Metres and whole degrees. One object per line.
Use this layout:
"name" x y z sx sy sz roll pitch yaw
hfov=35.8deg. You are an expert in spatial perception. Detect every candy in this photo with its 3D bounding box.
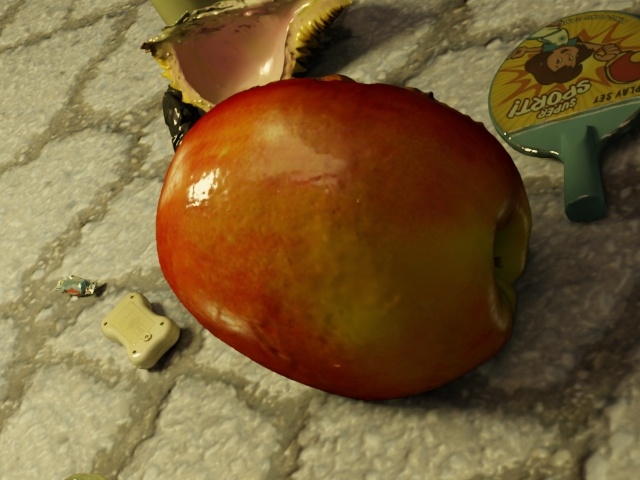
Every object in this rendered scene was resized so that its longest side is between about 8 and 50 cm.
"candy" -0.344 0.063 1.399 0.083 0.020 0.030 4 55 40

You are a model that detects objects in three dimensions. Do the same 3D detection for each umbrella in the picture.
"umbrella" -0.205 -0.172 1.493 0.236 0.059 0.066 -118 41 -52

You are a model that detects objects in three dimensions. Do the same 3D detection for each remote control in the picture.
"remote control" -0.230 0.115 1.263 0.074 0.032 0.122 -46 42 -10

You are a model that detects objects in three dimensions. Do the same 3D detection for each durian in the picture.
"durian" -0.087 -0.303 1.470 0.305 0.186 0.196 -22 24 11

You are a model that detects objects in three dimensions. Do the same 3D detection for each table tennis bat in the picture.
"table tennis bat" 0.297 -0.155 1.141 0.215 0.044 0.329 -13 45 24

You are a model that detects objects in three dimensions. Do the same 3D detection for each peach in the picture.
"peach" 0.000 0.000 1.016 0.380 0.306 0.242 3 47 30

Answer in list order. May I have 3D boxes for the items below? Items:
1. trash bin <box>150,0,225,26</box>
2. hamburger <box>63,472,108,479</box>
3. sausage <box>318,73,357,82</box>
"trash bin" -0.191 -0.466 1.609 0.243 0.247 0.121 -45 43 -11
"hamburger" -0.260 0.322 1.072 0.133 0.062 0.140 -38 43 4
"sausage" -0.033 -0.172 1.359 0.197 0.076 0.076 -21 43 16
